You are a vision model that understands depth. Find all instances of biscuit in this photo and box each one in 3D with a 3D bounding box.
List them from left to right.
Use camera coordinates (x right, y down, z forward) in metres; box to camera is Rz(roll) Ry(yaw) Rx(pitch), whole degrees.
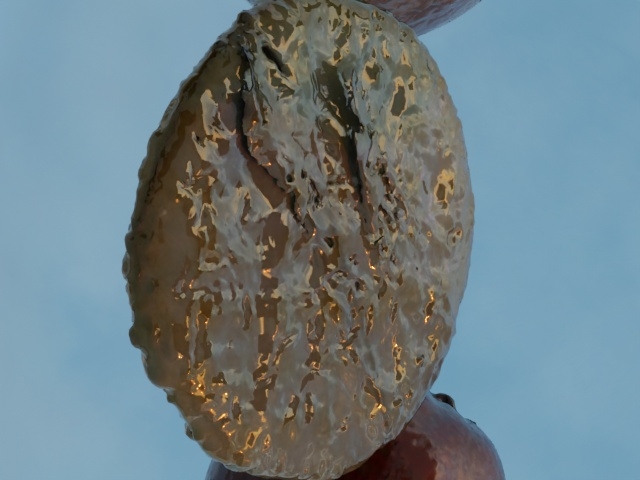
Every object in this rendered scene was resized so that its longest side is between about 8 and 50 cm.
[{"bbox_3d":[0.001,0.000,0.575,0.033,0.219,0.220,6,-88,43],"label":"biscuit"}]

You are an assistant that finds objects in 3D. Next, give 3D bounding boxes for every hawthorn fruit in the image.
[{"bbox_3d":[0.008,0.156,0.723,0.169,0.169,0.188,40,-105,16],"label":"hawthorn fruit"}]

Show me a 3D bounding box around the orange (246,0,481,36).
[{"bbox_3d":[0.036,-0.264,0.912,0.264,0.264,0.264,0,-90,20],"label":"orange"}]
